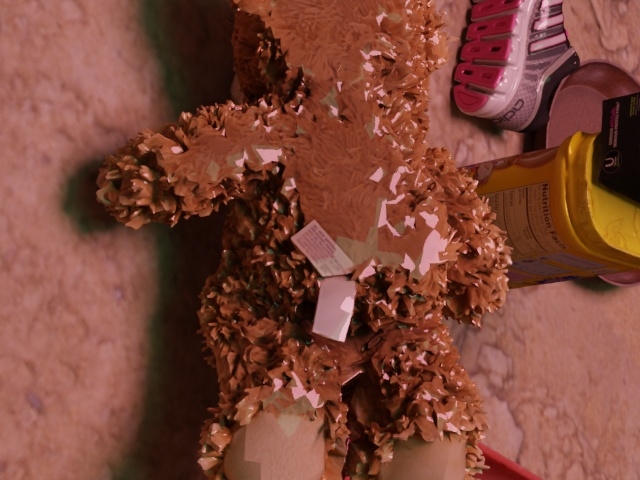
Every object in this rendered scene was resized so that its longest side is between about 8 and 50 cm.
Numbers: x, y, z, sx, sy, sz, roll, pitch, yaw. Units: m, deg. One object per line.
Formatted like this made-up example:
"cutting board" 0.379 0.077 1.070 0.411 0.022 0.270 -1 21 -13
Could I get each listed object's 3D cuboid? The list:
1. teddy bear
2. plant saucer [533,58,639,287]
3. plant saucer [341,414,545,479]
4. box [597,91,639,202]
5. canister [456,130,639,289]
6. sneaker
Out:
"teddy bear" 0.000 0.000 0.976 0.245 0.113 0.338 -15 80 -23
"plant saucer" 0.205 -0.048 1.280 0.168 0.029 0.168 13 72 -44
"plant saucer" 0.067 0.250 1.058 0.258 0.047 0.259 33 59 -38
"box" 0.209 -0.054 0.991 0.062 0.083 0.052 23 67 -42
"canister" 0.132 -0.012 1.090 0.126 0.170 0.073 14 72 -45
"sneaker" 0.146 -0.147 1.215 0.075 0.063 0.170 35 63 -37
